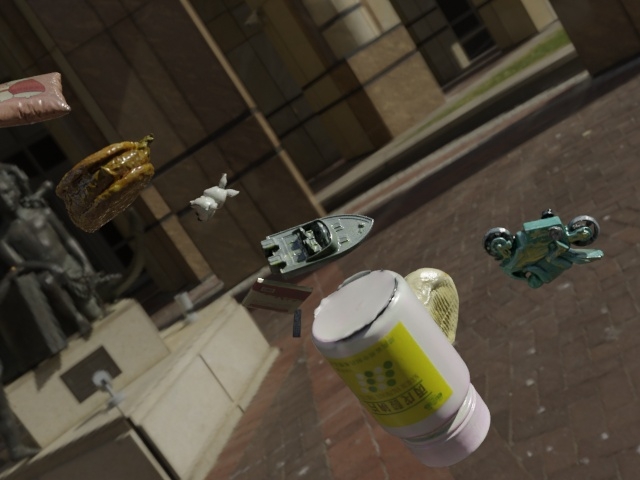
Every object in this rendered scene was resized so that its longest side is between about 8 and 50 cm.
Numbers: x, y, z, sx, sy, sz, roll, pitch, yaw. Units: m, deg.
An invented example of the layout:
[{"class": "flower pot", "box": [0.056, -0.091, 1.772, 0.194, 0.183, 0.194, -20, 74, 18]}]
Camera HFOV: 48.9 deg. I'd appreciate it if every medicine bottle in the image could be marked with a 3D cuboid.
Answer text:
[{"class": "medicine bottle", "box": [0.163, 0.253, 1.383, 0.213, 0.379, 0.213, -32, 23, 15]}]

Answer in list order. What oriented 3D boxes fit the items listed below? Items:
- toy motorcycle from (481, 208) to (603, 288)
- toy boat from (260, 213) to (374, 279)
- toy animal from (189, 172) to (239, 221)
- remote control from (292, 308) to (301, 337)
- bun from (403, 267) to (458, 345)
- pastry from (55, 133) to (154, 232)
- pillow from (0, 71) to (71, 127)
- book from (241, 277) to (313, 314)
[{"class": "toy motorcycle", "box": [0.585, 0.034, 1.846, 0.296, 0.198, 0.109, -14, 22, 14]}, {"class": "toy boat", "box": [0.000, 0.000, 1.938, 0.319, 0.092, 0.141, -20, 52, -9]}, {"class": "toy animal", "box": [-0.298, -0.116, 1.953, 0.085, 0.071, 0.124, -25, 20, 49]}, {"class": "remote control", "box": [-0.072, 0.267, 2.261, 0.034, 0.091, 0.016, -4, -13, 34]}, {"class": "bun", "box": [0.263, 0.186, 1.829, 0.145, 0.229, 0.229, -2, 27, 33]}, {"class": "pastry", "box": [-0.503, -0.128, 1.683, 0.240, 0.132, 0.235, -33, 2, 37]}, {"class": "pillow", "box": [-0.763, -0.353, 1.789, 0.236, 0.084, 0.223, -19, 40, -17]}, {"class": "book", "box": [-0.128, 0.164, 2.037, 0.232, 0.162, 0.022, 129, 150, -63]}]
